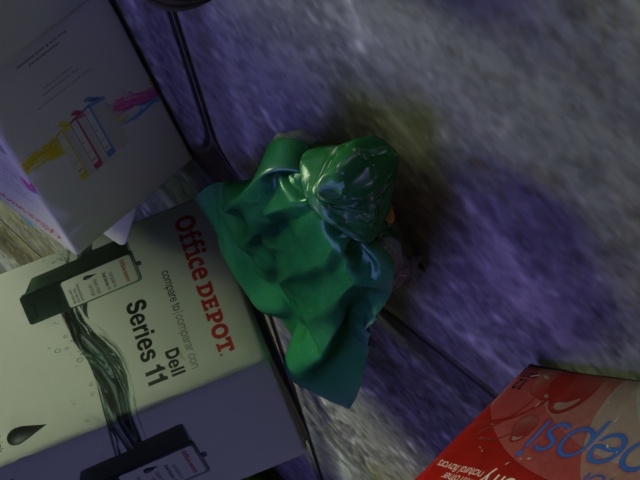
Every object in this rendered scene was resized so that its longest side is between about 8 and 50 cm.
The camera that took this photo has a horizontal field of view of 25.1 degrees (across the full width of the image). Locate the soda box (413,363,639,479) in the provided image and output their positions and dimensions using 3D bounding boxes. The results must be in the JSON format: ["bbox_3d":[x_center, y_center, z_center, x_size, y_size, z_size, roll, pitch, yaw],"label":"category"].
[{"bbox_3d":[0.135,0.112,0.513,0.083,0.092,0.263,52,161,-14],"label":"soda box"}]

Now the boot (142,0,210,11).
[{"bbox_3d":[-0.113,-0.152,0.584,0.190,0.076,0.208,63,155,1],"label":"boot"}]

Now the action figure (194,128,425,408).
[{"bbox_3d":[0.000,0.000,0.646,0.137,0.063,0.232,49,166,4],"label":"action figure"}]

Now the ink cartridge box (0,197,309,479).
[{"bbox_3d":[-0.128,0.081,0.814,0.153,0.208,0.087,-115,5,-47],"label":"ink cartridge box"}]

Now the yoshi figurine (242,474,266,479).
[{"bbox_3d":[-0.133,0.206,1.189,0.203,0.203,0.362,3,131,52],"label":"yoshi figurine"}]

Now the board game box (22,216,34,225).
[{"bbox_3d":[-0.225,-0.094,1.018,0.168,0.033,0.133,44,147,25],"label":"board game box"}]

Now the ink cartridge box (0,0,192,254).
[{"bbox_3d":[-0.147,-0.071,0.799,0.092,0.090,0.143,32,156,43],"label":"ink cartridge box"}]
